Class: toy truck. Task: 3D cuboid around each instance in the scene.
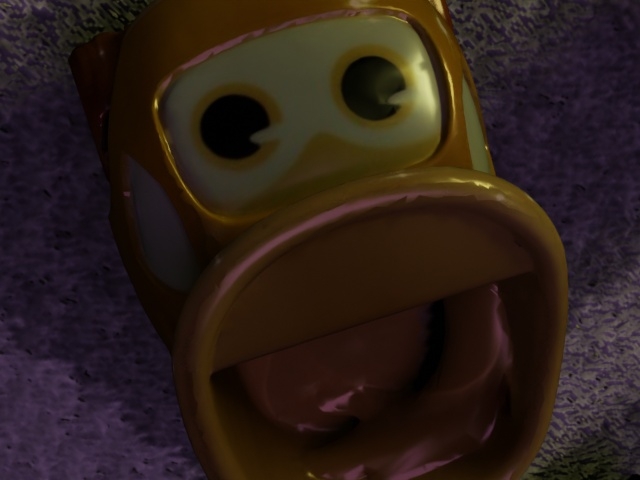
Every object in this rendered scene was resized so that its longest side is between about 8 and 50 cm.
[{"bbox_3d":[0.000,0.000,0.657,0.204,0.212,0.288,-17,125,-9],"label":"toy truck"}]

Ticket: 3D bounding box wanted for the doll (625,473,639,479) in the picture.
[{"bbox_3d":[0.239,0.253,0.952,0.091,0.067,0.219,-30,123,5],"label":"doll"}]
